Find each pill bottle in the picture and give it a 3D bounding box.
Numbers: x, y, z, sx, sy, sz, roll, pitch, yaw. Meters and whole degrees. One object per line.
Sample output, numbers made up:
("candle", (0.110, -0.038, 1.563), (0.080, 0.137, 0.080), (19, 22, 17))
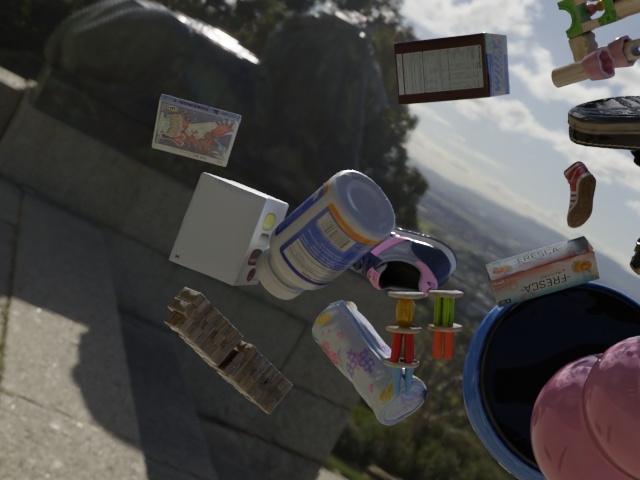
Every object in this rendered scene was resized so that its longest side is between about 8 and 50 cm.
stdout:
("pill bottle", (0.000, 0.000, 1.745), (0.152, 0.272, 0.152), (28, 42, -28))

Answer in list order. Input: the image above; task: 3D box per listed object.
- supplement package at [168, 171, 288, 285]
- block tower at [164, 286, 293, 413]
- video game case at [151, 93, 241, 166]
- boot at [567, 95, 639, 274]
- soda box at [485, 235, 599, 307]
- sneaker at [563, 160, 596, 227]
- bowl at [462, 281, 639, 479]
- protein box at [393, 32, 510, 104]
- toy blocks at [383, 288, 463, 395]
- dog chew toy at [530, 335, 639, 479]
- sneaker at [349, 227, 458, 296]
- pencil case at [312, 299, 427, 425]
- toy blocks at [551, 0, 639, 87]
("supplement package", (-0.185, -0.020, 1.910), (0.149, 0.194, 0.203), (22, 3, 10))
("block tower", (-0.209, 0.250, 2.064), (0.335, 0.091, 0.097), (49, -18, -27))
("video game case", (-0.289, -0.249, 2.113), (0.183, 0.023, 0.201), (14, -30, -9))
("boot", (0.545, -0.074, 1.443), (0.377, 0.284, 0.138), (0, 25, -16))
("soda box", (0.383, 0.054, 1.590), (0.058, 0.183, 0.063), (-95, 167, -61))
("sneaker", (0.452, -0.084, 1.619), (0.042, 0.118, 0.067), (-2, 39, -8))
("bowl", (0.452, 0.254, 1.636), (0.391, 0.391, 0.077), (31, -14, 11))
("protein box", (0.292, -0.376, 2.013), (0.201, 0.136, 0.200), (-1, 10, 25))
("toy blocks", (0.148, 0.146, 1.318), (0.123, 0.148, 0.054), (1, 5, -28))
("dog chew toy", (0.392, 0.208, 1.094), (0.207, 0.206, 0.332), (30, -32, -1))
("sneaker", (0.110, 0.038, 1.871), (0.319, 0.112, 0.131), (10, 37, 32))
("pencil case", (0.093, 0.239, 1.826), (0.273, 0.113, 0.124), (47, -23, 40))
("toy blocks", (0.621, -0.497, 1.880), (0.260, 0.288, 0.309), (-12, 9, 46))
